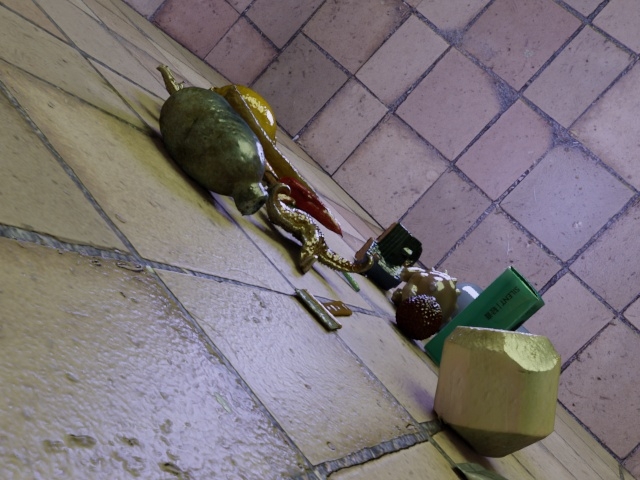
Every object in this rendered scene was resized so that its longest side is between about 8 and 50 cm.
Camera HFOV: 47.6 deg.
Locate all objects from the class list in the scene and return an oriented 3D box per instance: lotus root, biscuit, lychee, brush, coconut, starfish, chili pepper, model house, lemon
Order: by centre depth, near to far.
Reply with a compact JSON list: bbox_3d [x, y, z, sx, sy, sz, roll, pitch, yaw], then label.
[{"bbox_3d":[0.338,0.293,1.398,0.239,0.244,0.239,7,-6,1],"label":"coconut"},{"bbox_3d":[0.021,0.134,1.427,0.103,0.013,0.272,45,8,14],"label":"brush"},{"bbox_3d":[-0.214,-0.195,1.479,0.349,0.175,0.175,48,9,30],"label":"lotus root"},{"bbox_3d":[-0.018,-0.007,1.641,0.303,0.113,0.312,41,6,-7],"label":"starfish"},{"bbox_3d":[-0.251,-0.228,1.743,0.432,0.082,0.324,50,1,9],"label":"starfish"},{"bbox_3d":[-0.041,-0.100,1.777,0.268,0.050,0.059,39,35,15],"label":"chili pepper"},{"bbox_3d":[0.255,0.196,1.851,0.123,0.129,0.123,23,55,-37],"label":"lychee"},{"bbox_3d":[-0.135,-0.169,1.946,0.160,0.030,0.249,44,-7,47],"label":"biscuit"},{"bbox_3d":[-0.224,-0.331,2.027,0.257,0.188,0.188,44,7,-25],"label":"lemon"},{"bbox_3d":[0.214,0.047,2.181,0.166,0.183,0.172,42,6,-1],"label":"model house"}]

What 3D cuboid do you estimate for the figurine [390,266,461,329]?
[{"bbox_3d":[0.330,0.172,2.116,0.173,0.177,0.247,26,-12,39],"label":"figurine"}]

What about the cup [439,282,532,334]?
[{"bbox_3d":[0.514,0.288,2.309,0.312,0.205,0.205,47,9,34],"label":"cup"}]

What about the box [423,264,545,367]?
[{"bbox_3d":[0.434,0.220,1.898,0.118,0.311,0.205,48,9,19],"label":"box"}]

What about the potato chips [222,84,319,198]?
[{"bbox_3d":[-0.142,-0.247,1.946,0.407,0.057,0.080,52,-10,-30],"label":"potato chips"}]

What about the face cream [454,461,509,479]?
[{"bbox_3d":[0.357,0.457,1.159,0.314,0.089,0.143,39,6,31],"label":"face cream"}]

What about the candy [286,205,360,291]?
[{"bbox_3d":[0.001,-0.001,1.838,0.323,0.097,0.097,52,9,6],"label":"candy"}]
